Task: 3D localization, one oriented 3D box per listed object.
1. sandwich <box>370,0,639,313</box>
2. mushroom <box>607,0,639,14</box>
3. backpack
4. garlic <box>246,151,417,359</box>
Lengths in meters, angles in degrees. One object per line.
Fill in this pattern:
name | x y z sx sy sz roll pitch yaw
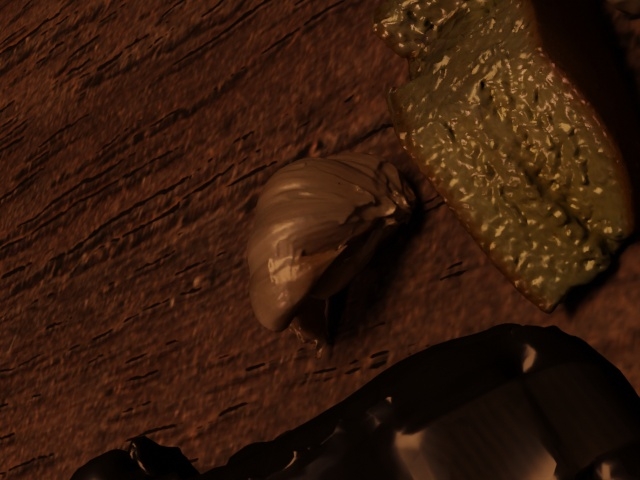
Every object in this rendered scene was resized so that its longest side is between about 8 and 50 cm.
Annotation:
sandwich | 0.087 -0.088 0.872 0.090 0.088 0.244 -42 37 31
mushroom | 0.215 -0.251 0.773 0.328 0.122 0.159 -40 75 40
backpack | -0.011 0.213 0.674 0.445 0.255 0.363 -41 45 34
garlic | -0.001 -0.003 0.975 0.094 0.074 0.113 -46 19 49
